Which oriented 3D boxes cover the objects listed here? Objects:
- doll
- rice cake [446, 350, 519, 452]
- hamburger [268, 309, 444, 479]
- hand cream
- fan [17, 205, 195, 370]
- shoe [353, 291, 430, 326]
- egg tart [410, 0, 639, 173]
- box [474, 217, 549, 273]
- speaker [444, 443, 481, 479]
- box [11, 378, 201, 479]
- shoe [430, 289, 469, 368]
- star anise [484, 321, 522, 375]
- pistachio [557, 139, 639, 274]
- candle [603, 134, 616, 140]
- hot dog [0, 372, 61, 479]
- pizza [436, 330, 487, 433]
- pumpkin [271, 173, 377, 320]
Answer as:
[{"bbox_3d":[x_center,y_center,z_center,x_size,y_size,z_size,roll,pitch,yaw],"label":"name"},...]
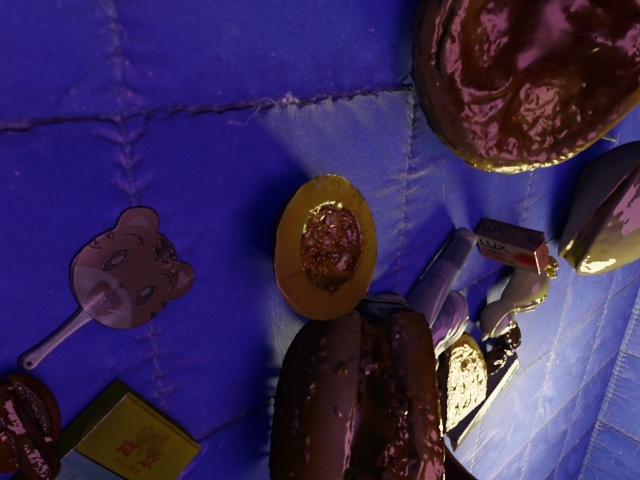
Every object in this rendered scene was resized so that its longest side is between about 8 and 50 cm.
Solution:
[{"bbox_3d":[0.531,0.164,1.329,0.296,0.117,0.141,-51,153,-13],"label":"doll"},{"bbox_3d":[0.487,0.472,1.475,0.365,0.056,0.073,-43,138,-22],"label":"rice cake"},{"bbox_3d":[0.052,0.344,0.789,0.268,0.287,0.445,9,106,-9],"label":"hamburger"},{"bbox_3d":[0.256,0.082,1.062,0.255,0.079,0.048,-54,149,-13],"label":"hand cream"},{"bbox_3d":[-0.264,0.071,0.598,0.226,0.008,0.152,-43,134,-22],"label":"fan"},{"bbox_3d":[0.115,0.157,0.929,0.227,0.112,0.099,-1,110,-46],"label":"shoe"},{"bbox_3d":[0.350,-0.338,0.828,0.443,0.178,0.443,-2,117,-5],"label":"egg tart"},{"bbox_3d":[0.451,0.012,1.155,0.060,0.156,0.111,-57,139,-18],"label":"box"},{"bbox_3d":[0.353,0.698,1.273,0.198,0.329,0.259,21,100,-47],"label":"speaker"},{"bbox_3d":[-0.332,0.359,0.641,0.335,0.047,0.187,-46,133,-19],"label":"box"},{"bbox_3d":[0.226,0.212,1.075,0.137,0.095,0.245,22,99,-50],"label":"shoe"},{"bbox_3d":[0.518,0.325,1.412,0.208,0.063,0.172,-6,127,-61],"label":"star anise"},{"bbox_3d":[0.879,-0.096,1.452,0.365,0.281,0.445,10,115,-54],"label":"pistachio"},{"bbox_3d":[0.532,-0.390,1.002,0.221,0.221,0.343,-23,127,-35],"label":"candle"},{"bbox_3d":[-0.339,0.214,0.550,0.090,0.060,0.140,-16,114,-39],"label":"hot dog"},{"bbox_3d":[0.359,0.324,1.265,0.268,0.087,0.258,-11,109,-45],"label":"pizza"},{"bbox_3d":[-0.011,0.005,0.754,0.217,0.110,0.217,-7,101,-38],"label":"pumpkin"}]
